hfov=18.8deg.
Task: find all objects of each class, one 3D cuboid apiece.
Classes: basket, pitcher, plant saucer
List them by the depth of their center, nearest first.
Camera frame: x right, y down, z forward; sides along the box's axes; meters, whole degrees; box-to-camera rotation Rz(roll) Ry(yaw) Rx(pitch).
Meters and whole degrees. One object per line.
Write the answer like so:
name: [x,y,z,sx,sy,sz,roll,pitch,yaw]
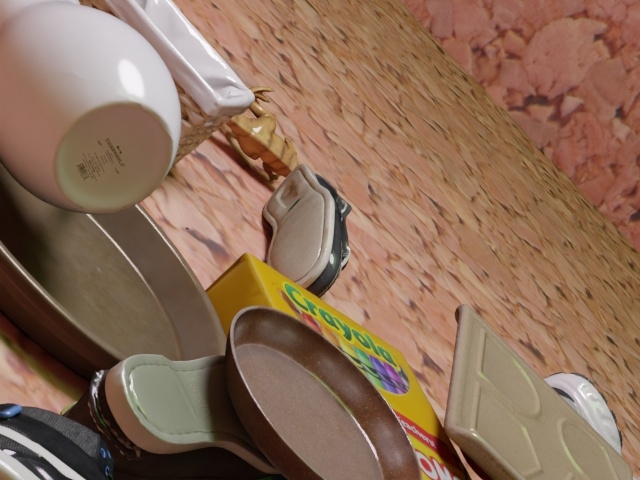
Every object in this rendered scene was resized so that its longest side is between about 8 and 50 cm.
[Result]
plant saucer: [-0.003,0.115,1.235,0.168,0.029,0.168,38,22,-19]
pitcher: [-0.163,-0.088,1.314,0.207,0.125,0.178,51,-6,49]
plant saucer: [-0.172,0.008,1.320,0.278,0.041,0.278,43,15,-14]
basket: [-0.156,-0.146,1.647,0.167,0.103,0.113,49,14,4]

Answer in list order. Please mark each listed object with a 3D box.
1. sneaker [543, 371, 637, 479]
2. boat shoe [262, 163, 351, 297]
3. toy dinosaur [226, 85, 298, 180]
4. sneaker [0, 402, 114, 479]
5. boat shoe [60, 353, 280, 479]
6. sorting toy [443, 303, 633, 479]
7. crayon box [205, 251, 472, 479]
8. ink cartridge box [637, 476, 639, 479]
sneaker: [0.268,0.262,1.851,0.108,0.100,0.271,-26,78,-44]
boat shoe: [0.000,0.000,1.749,0.079,0.084,0.233,43,12,-16]
toy dinosaur: [-0.066,-0.106,1.882,0.211,0.064,0.112,38,18,-31]
sneaker: [-0.108,0.162,1.010,0.217,0.079,0.121,44,16,-8]
boat shoe: [-0.085,0.119,1.212,0.228,0.068,0.081,21,41,-60]
sorting toy: [0.206,0.205,1.553,0.307,0.041,0.229,44,20,-14]
crayon box: [0.014,0.139,1.426,0.202,0.081,0.318,33,19,-42]
ink cartridge box: [0.394,0.347,1.944,0.160,0.092,0.219,26,26,-53]
